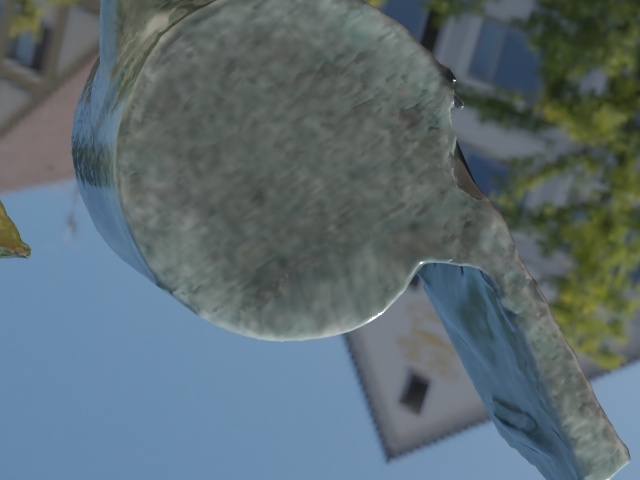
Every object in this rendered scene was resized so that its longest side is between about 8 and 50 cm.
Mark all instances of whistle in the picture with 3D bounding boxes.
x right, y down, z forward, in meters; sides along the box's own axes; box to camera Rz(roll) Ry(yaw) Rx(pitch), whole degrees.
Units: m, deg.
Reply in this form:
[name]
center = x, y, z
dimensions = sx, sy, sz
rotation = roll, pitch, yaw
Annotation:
[whistle]
center = 0.026, -0.017, 1.017
dimensions = 0.405, 0.188, 0.168
rotation = 28, 178, -18

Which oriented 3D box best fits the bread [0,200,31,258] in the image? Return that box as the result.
[bread]
center = -0.259, -0.064, 0.836
dimensions = 0.168, 0.163, 0.264
rotation = -9, -174, -36
